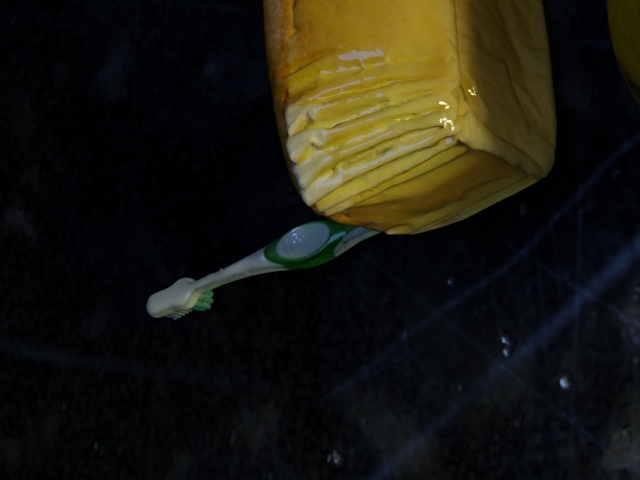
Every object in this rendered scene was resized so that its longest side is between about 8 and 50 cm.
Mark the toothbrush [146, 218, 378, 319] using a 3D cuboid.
[{"bbox_3d":[-0.001,0.000,1.002,0.304,0.030,0.030,-24,67,37],"label":"toothbrush"}]

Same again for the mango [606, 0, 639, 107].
[{"bbox_3d":[0.253,-0.155,0.634,0.365,0.182,0.253,125,142,-49],"label":"mango"}]

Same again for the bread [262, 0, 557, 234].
[{"bbox_3d":[0.044,-0.150,0.894,0.119,0.152,0.288,-16,69,31],"label":"bread"}]
